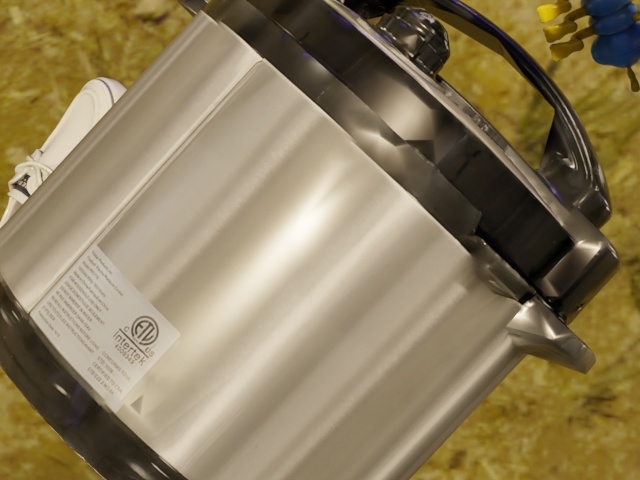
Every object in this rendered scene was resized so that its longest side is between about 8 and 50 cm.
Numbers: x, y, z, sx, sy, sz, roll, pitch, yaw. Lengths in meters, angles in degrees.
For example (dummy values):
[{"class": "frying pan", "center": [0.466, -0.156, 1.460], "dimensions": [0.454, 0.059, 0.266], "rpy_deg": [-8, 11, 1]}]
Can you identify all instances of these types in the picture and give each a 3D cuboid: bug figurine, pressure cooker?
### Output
[{"class": "bug figurine", "center": [0.091, -0.175, 0.889], "dimensions": [0.072, 0.279, 0.216], "rpy_deg": [-72, 146, -59]}, {"class": "pressure cooker", "center": [-0.001, 0.000, 1.001], "dimensions": [0.370, 0.375, 0.420], "rpy_deg": [41, 93, -19]}]

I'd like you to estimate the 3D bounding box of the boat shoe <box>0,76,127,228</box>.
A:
[{"class": "boat shoe", "center": [-0.277, -0.045, 1.340], "dimensions": [0.088, 0.096, 0.268], "rpy_deg": [15, 104, -47]}]
